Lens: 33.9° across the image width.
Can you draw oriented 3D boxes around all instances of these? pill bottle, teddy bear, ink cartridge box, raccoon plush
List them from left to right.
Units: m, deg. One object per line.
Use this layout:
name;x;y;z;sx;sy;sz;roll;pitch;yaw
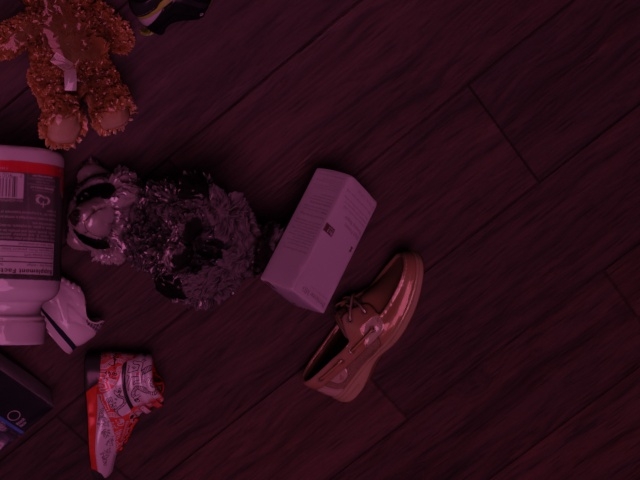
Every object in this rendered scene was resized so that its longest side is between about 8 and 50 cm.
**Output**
ink cartridge box;-0.649;0.252;1.877;0.165;0.065;0.333;-39;128;5
pill bottle;-0.513;0.010;1.723;0.176;0.176;0.319;2;87;-12
teddy bear;-0.413;-0.314;1.689;0.245;0.113;0.338;-35;114;-13
raccoon plush;-0.247;0.006;1.866;0.446;0.299;0.216;33;77;-52

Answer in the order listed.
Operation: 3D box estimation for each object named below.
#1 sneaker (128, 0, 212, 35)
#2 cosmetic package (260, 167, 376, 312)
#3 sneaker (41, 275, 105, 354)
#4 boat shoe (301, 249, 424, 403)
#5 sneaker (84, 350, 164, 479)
sneaker;-0.206;-0.419;1.730;0.234;0.084;0.097;-29;139;3
cosmetic package;0.000;0.000;1.861;0.117;0.085;0.231;41;70;-50
sneaker;-0.485;0.091;1.885;0.094;0.090;0.235;-37;117;-14
boat shoe;0.081;0.159;1.994;0.110;0.122;0.341;23;108;-20
sneaker;-0.368;0.336;1.998;0.144;0.090;0.270;-2;110;-8
